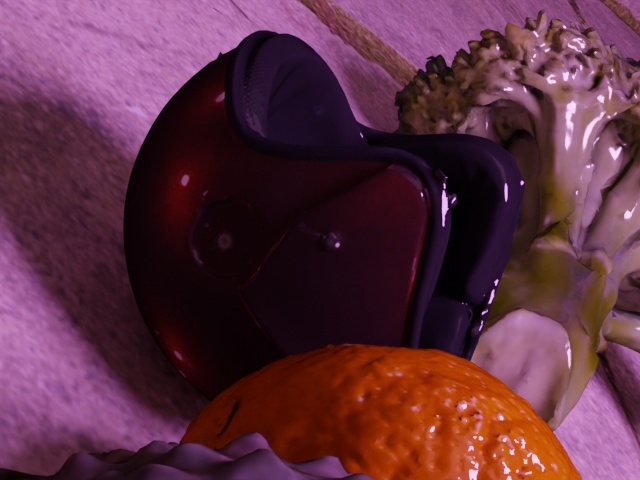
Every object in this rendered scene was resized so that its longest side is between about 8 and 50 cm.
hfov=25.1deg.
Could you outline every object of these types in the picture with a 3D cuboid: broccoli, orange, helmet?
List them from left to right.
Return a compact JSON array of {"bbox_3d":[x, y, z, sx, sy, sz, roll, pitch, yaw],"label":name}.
[{"bbox_3d":[0.000,0.000,0.731,0.216,0.193,0.189,63,21,4],"label":"helmet"},{"bbox_3d":[0.028,0.130,0.582,0.161,0.193,0.193,-21,67,-28],"label":"orange"},{"bbox_3d":[0.172,-0.018,1.116,0.397,0.274,0.353,-9,40,-41],"label":"broccoli"}]

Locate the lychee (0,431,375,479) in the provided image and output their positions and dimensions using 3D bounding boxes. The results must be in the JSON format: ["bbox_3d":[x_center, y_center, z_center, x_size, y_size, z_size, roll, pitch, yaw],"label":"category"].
[{"bbox_3d":[-0.026,0.176,0.338,0.274,0.255,0.255,30,29,-41],"label":"lychee"}]
